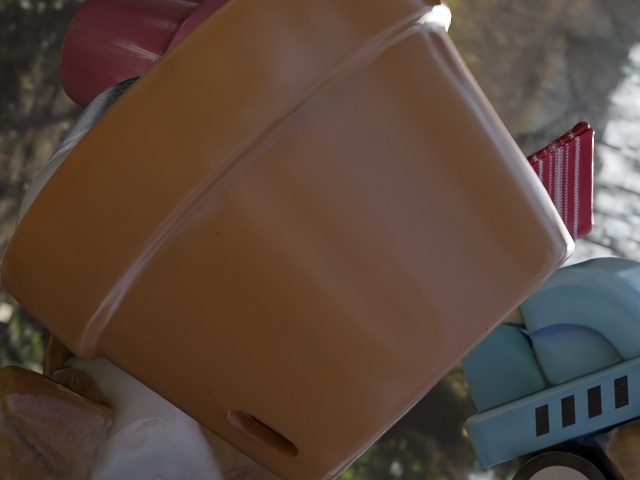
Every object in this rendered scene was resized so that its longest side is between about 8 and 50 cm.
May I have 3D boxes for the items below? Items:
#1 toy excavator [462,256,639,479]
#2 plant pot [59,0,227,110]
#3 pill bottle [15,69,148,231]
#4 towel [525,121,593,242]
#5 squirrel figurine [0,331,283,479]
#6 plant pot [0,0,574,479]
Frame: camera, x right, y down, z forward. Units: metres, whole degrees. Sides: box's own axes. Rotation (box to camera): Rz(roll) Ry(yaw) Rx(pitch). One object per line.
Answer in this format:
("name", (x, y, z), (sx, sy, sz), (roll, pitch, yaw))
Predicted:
("toy excavator", (0.209, 0.087, 1.644), (0.222, 0.433, 0.445), (-6, 75, -63))
("plant pot", (-0.147, -0.164, 1.609), (0.201, 0.180, 0.201), (-50, 154, -36))
("pill bottle", (-0.128, -0.038, 1.267), (0.283, 0.161, 0.161), (-81, -169, -71))
("towel", (0.239, -0.020, 2.073), (0.275, 0.031, 0.199), (-30, 139, -19))
("squirrel figurine", (-0.159, 0.150, 1.543), (0.370, 0.281, 0.397), (-106, -169, -54))
("plant pot", (0.000, 0.000, 0.902), (0.291, 0.203, 0.291), (-43, 173, -7))
